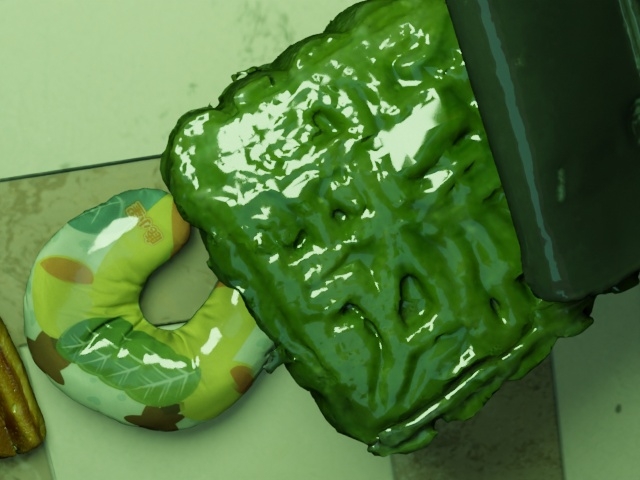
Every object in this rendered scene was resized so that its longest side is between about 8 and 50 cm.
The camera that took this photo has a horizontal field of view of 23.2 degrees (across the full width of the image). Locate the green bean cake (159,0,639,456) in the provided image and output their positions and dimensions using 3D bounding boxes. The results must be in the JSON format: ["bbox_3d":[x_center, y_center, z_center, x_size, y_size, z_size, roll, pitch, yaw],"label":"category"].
[{"bbox_3d":[0.060,-0.030,1.270,0.335,0.218,0.319,-37,99,-6],"label":"green bean cake"}]

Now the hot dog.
[{"bbox_3d":[-0.310,0.136,1.470,0.071,0.045,0.165,-17,112,4],"label":"hot dog"}]

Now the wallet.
[{"bbox_3d":[0.189,-0.178,1.131,0.228,0.062,0.406,-27,108,-26],"label":"wallet"}]

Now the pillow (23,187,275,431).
[{"bbox_3d":[-0.156,0.068,1.433,0.233,0.086,0.214,35,97,-11],"label":"pillow"}]
